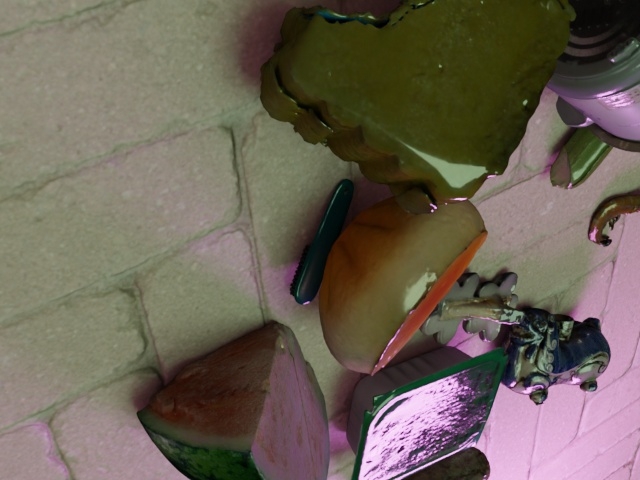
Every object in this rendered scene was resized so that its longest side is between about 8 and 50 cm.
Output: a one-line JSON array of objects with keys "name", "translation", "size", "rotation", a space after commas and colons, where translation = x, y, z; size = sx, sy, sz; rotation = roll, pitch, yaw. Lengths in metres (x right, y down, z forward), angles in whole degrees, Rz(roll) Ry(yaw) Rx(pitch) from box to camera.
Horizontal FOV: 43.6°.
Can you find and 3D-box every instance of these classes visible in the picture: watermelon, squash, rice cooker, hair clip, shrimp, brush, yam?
[{"name": "watermelon", "translation": [-0.126, 0.282, 1.181], "size": [0.222, 0.319, 0.292], "rotation": [-10, 128, 10]}, {"name": "squash", "translation": [0.477, -0.184, 1.368], "size": [0.238, 0.069, 0.069], "rotation": [-52, 138, 3]}, {"name": "rice cooker", "translation": [0.455, -0.278, 1.137], "size": [0.317, 0.264, 0.316], "rotation": [-11, 145, -8]}, {"name": "hair clip", "translation": [0.280, 0.125, 1.446], "size": [0.257, 0.075, 0.146], "rotation": [5, 115, -34]}, {"name": "shrimp", "translation": [0.610, -0.042, 1.612], "size": [0.178, 0.034, 0.124], "rotation": [-14, 131, -29]}, {"name": "brush", "translation": [0.000, 0.000, 1.152], "size": [0.043, 0.032, 0.193], "rotation": [14, 99, -42]}, {"name": "yam", "translation": [0.229, 0.513, 1.662], "size": [0.330, 0.133, 0.133], "rotation": [-14, 129, -38]}]

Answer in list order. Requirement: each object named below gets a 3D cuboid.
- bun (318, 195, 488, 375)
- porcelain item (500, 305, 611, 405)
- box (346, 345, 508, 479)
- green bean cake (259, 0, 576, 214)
[{"name": "bun", "translation": [0.098, 0.039, 1.144], "size": [0.299, 0.165, 0.299], "rotation": [-46, 166, -14]}, {"name": "porcelain item", "translation": [0.477, 0.219, 1.644], "size": [0.288, 0.138, 0.186], "rotation": [-3, 105, -33]}, {"name": "box", "translation": [0.175, 0.306, 1.466], "size": [0.337, 0.106, 0.264], "rotation": [-13, 128, -31]}, {"name": "green bean cake", "translation": [0.100, -0.214, 0.943], "size": [0.285, 0.202, 0.309], "rotation": [36, 76, -12]}]
